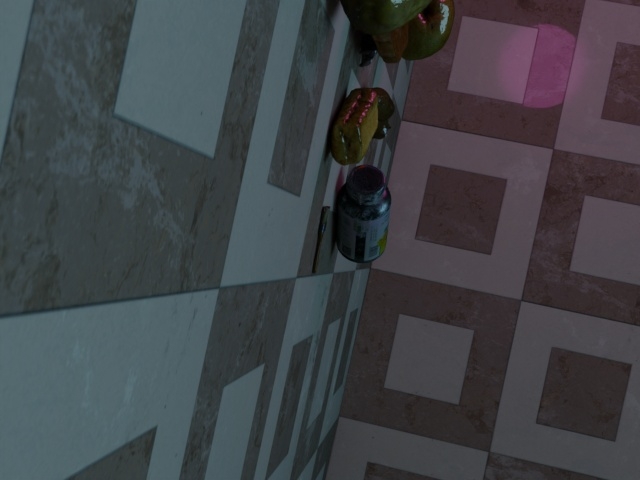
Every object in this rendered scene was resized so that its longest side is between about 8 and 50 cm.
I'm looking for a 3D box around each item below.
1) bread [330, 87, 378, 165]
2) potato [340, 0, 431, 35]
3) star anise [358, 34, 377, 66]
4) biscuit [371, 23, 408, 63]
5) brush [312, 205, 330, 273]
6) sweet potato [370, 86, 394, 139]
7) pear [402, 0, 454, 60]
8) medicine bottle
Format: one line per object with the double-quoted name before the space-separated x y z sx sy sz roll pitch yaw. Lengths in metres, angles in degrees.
"bread" 0.077 -0.260 1.996 0.211 0.083 0.114 -67 161 -54
"potato" 0.123 -0.503 1.640 0.266 0.229 0.229 -54 160 -33
"star anise" 0.127 -0.492 2.158 0.141 0.042 0.141 13 90 -83
"biscuit" 0.159 -0.601 2.042 0.385 0.062 0.365 -9 101 -77
"brush" 0.000 0.000 2.100 0.043 0.014 0.169 -48 150 -72
"sweet potato" 0.155 -0.354 2.405 0.286 0.085 0.112 45 61 -80
"pear" 0.287 -0.636 2.533 0.211 0.188 0.228 38 66 -84
"medicine bottle" 0.114 -0.072 2.336 0.293 0.141 0.141 89 15 -55
